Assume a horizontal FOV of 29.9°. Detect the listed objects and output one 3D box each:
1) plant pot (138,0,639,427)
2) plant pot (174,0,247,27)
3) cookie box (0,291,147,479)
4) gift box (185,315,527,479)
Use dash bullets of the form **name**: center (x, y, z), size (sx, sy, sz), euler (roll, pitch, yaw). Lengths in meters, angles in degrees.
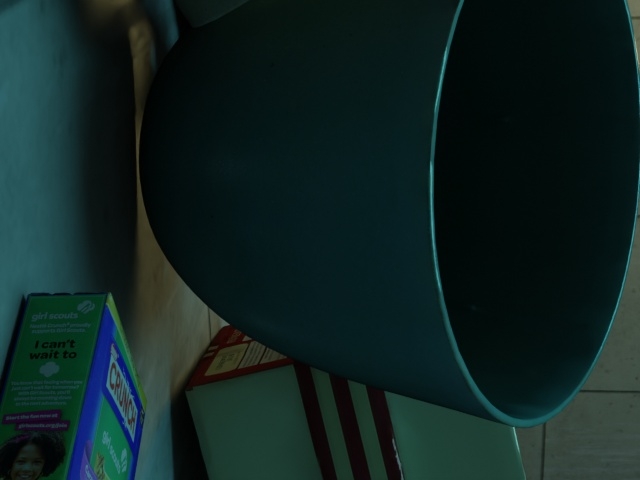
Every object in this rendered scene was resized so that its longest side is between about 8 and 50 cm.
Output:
- **plant pot**: center (0.035, -0.048, 0.732), size (0.293, 0.235, 0.293), euler (-9, 101, -55)
- **plant pot**: center (-0.008, -0.269, 0.601), size (0.191, 0.284, 0.284), euler (53, 17, -16)
- **cookie box**: center (-0.107, 0.090, 0.513), size (0.092, 0.040, 0.107), euler (83, 8, -50)
- **gift box**: center (0.027, 0.187, 0.937), size (0.255, 0.276, 0.258), euler (-49, 124, -79)
